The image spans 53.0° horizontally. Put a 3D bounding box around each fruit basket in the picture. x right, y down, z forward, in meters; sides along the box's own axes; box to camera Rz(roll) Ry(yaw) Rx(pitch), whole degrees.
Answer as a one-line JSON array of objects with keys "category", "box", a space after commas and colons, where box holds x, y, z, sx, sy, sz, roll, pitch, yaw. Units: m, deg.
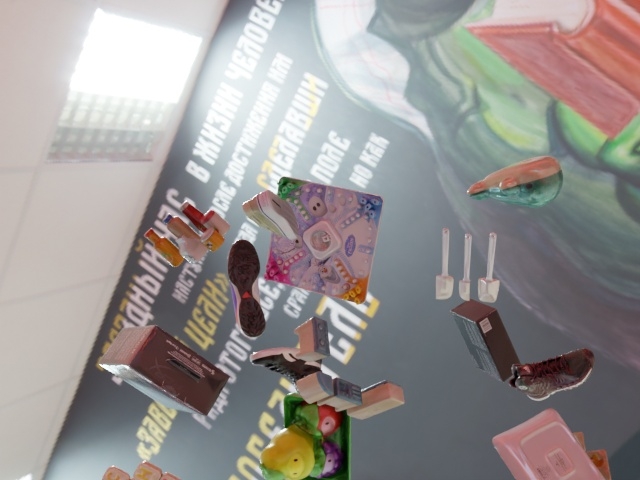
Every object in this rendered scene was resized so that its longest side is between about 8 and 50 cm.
[{"category": "fruit basket", "box": [-0.036, 0.719, 2.250, 0.392, 0.283, 0.392, 5, -90, -74]}]

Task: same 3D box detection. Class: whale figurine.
[{"category": "whale figurine", "box": [0.581, -0.154, 1.905, 0.272, 0.141, 0.216, -16, 8, 33]}]

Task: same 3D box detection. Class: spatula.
[{"category": "spatula", "box": [0.396, 0.070, 1.720, 0.019, 0.168, 0.242, -65, -24, -52]}]

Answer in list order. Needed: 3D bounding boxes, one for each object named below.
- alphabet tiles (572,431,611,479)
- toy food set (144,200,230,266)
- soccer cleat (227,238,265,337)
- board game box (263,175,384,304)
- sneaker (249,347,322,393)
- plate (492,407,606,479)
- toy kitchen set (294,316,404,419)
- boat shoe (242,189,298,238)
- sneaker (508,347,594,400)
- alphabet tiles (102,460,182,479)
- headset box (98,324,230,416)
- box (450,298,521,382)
[{"category": "alphabet tiles", "box": [0.717, 0.747, 1.889, 0.011, 0.285, 0.342, 29, -129, -40]}, {"category": "toy food set", "box": [-0.292, -0.022, 1.415, 0.232, 0.104, 0.111, -15, 35, 56]}, {"category": "soccer cleat", "box": [-0.247, 0.157, 2.076, 0.109, 0.318, 0.116, -7, -7, -20]}, {"category": "board game box", "box": [0.000, 0.000, 2.254, 0.050, 0.390, 0.390, -25, -54, -68]}, {"category": "sneaker", "box": [-0.081, 0.350, 1.708, 0.217, 0.121, 0.079, 3, -22, -33]}, {"category": "plate", "box": [0.646, 0.616, 1.763, 0.278, 0.277, 0.045, -12, -31, -33]}, {"category": "toy kitchen set", "box": [0.060, 0.265, 1.366, 0.122, 0.166, 0.207, -30, -42, 31]}, {"category": "boat shoe", "box": [-0.150, -0.076, 1.999, 0.094, 0.109, 0.302, -15, -23, 13]}, {"category": "sneaker", "box": [0.702, 0.410, 2.002, 0.281, 0.162, 0.106, -51, 27, 40]}, {"category": "alphabet tiles", "box": [-0.511, 0.764, 1.803, 0.284, 0.278, 0.021, -57, 7, 6]}, {"category": "headset box", "box": [-0.363, 0.301, 1.493, 0.293, 0.218, 0.110, -16, 39, 57]}, {"category": "box", "box": [0.604, 0.360, 2.341, 0.103, 0.261, 0.184, -31, 15, -14]}]
